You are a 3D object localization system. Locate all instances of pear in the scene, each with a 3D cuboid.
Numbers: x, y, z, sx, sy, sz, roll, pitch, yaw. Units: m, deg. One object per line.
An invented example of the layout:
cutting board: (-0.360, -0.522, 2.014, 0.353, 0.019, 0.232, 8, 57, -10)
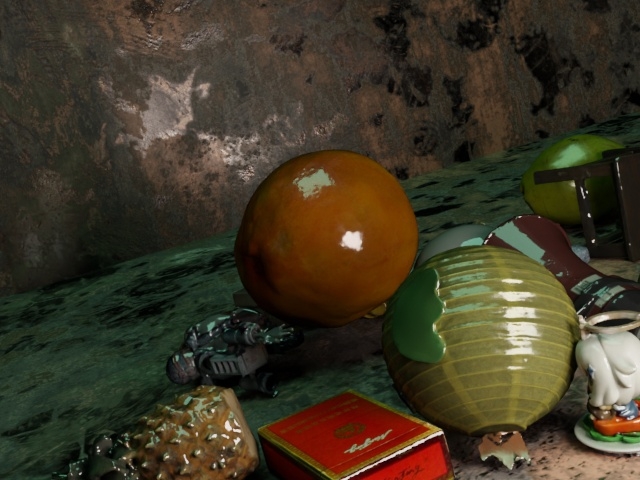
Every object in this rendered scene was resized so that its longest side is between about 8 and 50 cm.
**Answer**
pear: (0.602, -0.141, 2.041, 0.269, 0.212, 0.212, -19, 9, 13)

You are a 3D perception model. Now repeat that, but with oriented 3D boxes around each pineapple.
pineapple: (-0.240, 0.297, 1.150, 0.310, 0.141, 0.170, -22, 16, -2)

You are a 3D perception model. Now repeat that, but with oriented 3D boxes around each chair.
chair: (0.657, -0.080, 1.694, 0.241, 0.203, 0.416, -16, 8, -28)

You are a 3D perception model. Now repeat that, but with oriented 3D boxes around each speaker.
speaker: (0.341, 0.094, 1.285, 0.259, 0.198, 0.329, -4, 16, -15)

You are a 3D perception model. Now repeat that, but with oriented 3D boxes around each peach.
peach: (0.000, 0.000, 1.596, 0.302, 0.342, 0.343, -11, 8, -27)

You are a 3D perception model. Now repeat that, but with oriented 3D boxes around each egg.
egg: (0.257, 0.062, 1.543, 0.176, 0.176, 0.232, -23, 2, -37)

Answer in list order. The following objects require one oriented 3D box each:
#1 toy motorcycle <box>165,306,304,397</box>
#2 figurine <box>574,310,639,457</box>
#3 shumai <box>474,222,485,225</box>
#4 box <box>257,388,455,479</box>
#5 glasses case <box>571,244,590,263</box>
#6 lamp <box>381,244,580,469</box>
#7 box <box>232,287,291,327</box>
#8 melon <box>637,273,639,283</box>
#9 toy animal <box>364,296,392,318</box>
toy motorcycle: (-0.139, 0.192, 1.527, 0.207, 0.134, 0.401, -23, 12, -35)
figurine: (0.347, 0.152, 1.008, 0.132, 0.153, 0.132, -14, 11, 3)
shumai: (0.313, 0.029, 1.890, 0.123, 0.105, 0.139, -16, -18, 2)
box: (0.037, 0.264, 1.094, 0.153, 0.074, 0.240, -15, 9, -24)
glasses case: (0.381, 0.052, 1.714, 0.283, 0.067, 0.109, -12, 1, 26)
lamp: (0.204, 0.146, 1.084, 0.250, 0.284, 0.250, -7, -30, -4)
box: (-0.042, 0.116, 1.910, 0.215, 0.086, 0.215, -6, 14, 40)
melon: (0.529, 0.073, 1.322, 0.099, 0.099, 0.162, -10, 14, 25)
toy animal: (0.068, 0.123, 1.764, 0.159, 0.083, 0.070, -19, 0, 30)
